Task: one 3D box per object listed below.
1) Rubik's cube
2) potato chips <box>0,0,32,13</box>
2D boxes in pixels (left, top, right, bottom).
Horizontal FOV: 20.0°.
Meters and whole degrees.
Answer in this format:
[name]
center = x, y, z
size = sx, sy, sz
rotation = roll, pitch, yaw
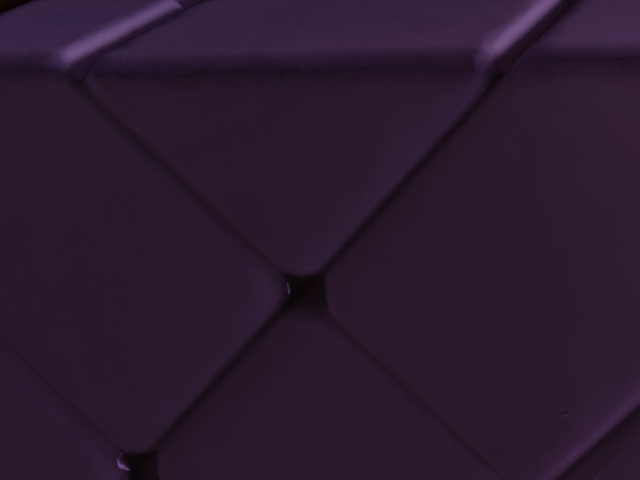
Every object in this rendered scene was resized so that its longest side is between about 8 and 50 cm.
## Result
[Rubik's cube]
center = 0.057, 0.036, 0.759
size = 0.316, 0.319, 0.322
rotation = -40, 128, -62
[potato chips]
center = -0.124, -0.119, 0.777
size = 0.150, 0.049, 0.202
rotation = -51, 163, -65
